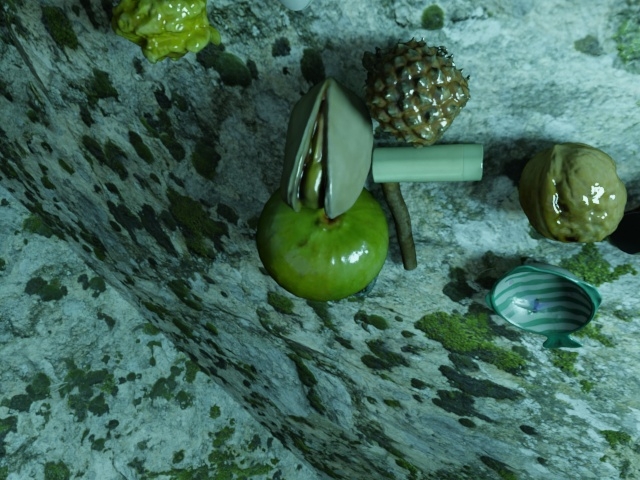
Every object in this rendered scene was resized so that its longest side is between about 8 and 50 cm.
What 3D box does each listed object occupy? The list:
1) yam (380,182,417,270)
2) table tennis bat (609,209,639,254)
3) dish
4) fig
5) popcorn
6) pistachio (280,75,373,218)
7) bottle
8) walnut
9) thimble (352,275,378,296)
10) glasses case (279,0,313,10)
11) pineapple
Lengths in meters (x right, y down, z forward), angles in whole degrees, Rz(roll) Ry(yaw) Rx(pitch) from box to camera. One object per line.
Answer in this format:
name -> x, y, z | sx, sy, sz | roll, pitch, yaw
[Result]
yam -> 0.179, -0.058, 0.970 | 0.045, 0.045, 0.326 | 25, 144, 46
table tennis bat -> 0.599, 0.007, 0.777 | 0.156, 0.013, 0.087 | 47, 137, -13
dish -> 0.485, 0.123, 0.914 | 0.224, 0.078, 0.246 | -15, 118, 42
fig -> 0.000, 0.000, 0.975 | 0.317, 0.316, 0.316 | 18, 137, 18
popcorn -> -0.305, -0.431, 0.836 | 0.198, 0.197, 0.155 | 13, 137, 23
pistachio -> 0.015, -0.180, 0.794 | 0.167, 0.287, 0.197 | 4, 151, 4
bottle -> 0.204, -0.148, 0.814 | 0.202, 0.072, 0.072 | 1, 130, 15
walnut -> 0.420, -0.082, 0.713 | 0.156, 0.155, 0.184 | -11, 127, 40
thimble -> 0.085, 0.087, 1.135 | 0.135, 0.090, 0.118 | 23, 140, 10
glasses case -> -0.005, -0.478, 0.677 | 0.092, 0.059, 0.233 | 44, 139, -12
pineapple -> 0.150, -0.259, 0.717 | 0.193, 0.166, 0.166 | 36, 139, -2
